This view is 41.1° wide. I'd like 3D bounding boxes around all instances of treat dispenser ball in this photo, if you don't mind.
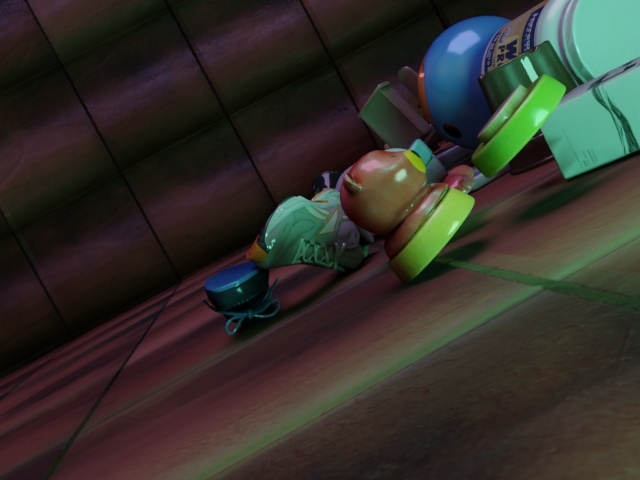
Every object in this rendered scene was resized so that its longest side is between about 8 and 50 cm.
[{"bbox_3d":[0.356,-0.340,1.857,0.288,0.288,0.288,-28,5,2],"label":"treat dispenser ball"}]

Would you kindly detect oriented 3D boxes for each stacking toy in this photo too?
[{"bbox_3d":[0.139,-0.108,1.022,0.279,0.130,0.309,-51,1,7],"label":"stacking toy"}]

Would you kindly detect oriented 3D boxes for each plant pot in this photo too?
[{"bbox_3d":[0.339,-0.214,1.347,0.167,0.165,0.167,-29,5,3],"label":"plant pot"}]

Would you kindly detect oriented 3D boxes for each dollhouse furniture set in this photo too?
[{"bbox_3d":[0.285,-0.368,2.249,0.355,0.174,0.303,-33,-14,-46],"label":"dollhouse furniture set"}]

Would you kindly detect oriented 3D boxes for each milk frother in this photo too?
[{"bbox_3d":[0.054,-0.057,1.792,0.143,0.129,0.135,-1,43,-1],"label":"milk frother"}]

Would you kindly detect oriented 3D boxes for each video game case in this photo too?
[{"bbox_3d":[0.300,-0.127,1.509,0.190,0.022,0.173,-30,5,-17],"label":"video game case"}]

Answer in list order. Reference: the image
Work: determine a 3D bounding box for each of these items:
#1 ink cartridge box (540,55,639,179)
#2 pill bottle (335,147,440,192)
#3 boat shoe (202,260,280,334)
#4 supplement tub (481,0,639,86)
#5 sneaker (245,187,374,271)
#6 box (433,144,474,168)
[{"bbox_3d":[0.389,-0.170,1.007,0.219,0.093,0.160,-24,6,43],"label":"ink cartridge box"},{"bbox_3d":[0.119,-0.087,1.447,0.131,0.131,0.229,-30,5,-18],"label":"pill bottle"},{"bbox_3d":[-0.102,0.079,1.251,0.109,0.089,0.258,-16,2,7],"label":"boat shoe"},{"bbox_3d":[0.446,-0.322,1.506,0.228,0.228,0.316,-29,4,-14],"label":"supplement tub"},{"bbox_3d":[0.000,0.000,1.227,0.099,0.121,0.262,-57,-16,28],"label":"sneaker"},{"bbox_3d":[0.309,-0.207,2.239,0.145,0.038,0.186,-30,4,-17],"label":"box"}]
